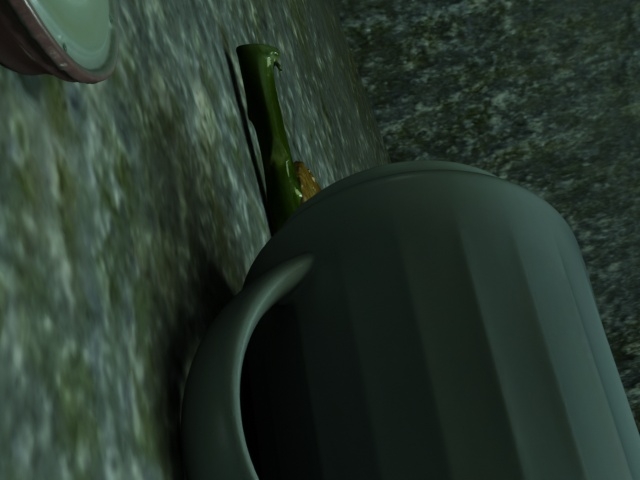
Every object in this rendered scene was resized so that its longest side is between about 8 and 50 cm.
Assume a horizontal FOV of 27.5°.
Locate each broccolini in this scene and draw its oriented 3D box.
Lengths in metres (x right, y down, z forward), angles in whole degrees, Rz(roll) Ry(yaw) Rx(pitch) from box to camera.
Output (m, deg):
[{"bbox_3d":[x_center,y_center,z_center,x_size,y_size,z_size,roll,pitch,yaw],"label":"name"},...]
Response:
[{"bbox_3d":[-0.006,-0.011,1.134,0.079,0.073,0.392,73,4,-70],"label":"broccolini"}]

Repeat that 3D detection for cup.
[{"bbox_3d":[0.047,0.115,0.790,0.322,0.237,0.327,27,37,-35],"label":"cup"}]

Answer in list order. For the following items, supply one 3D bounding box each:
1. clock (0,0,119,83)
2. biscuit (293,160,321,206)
[{"bbox_3d":[-0.146,-0.188,0.599,0.244,0.056,0.244,-18,90,-82],"label":"clock"},{"bbox_3d":[-0.001,0.000,1.318,0.224,0.033,0.145,64,9,-48],"label":"biscuit"}]
